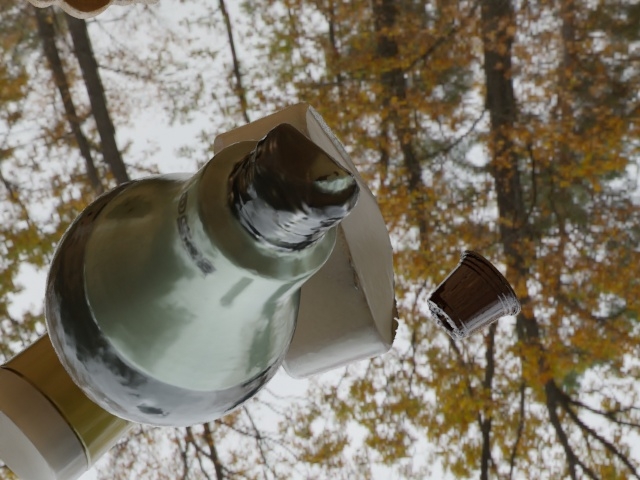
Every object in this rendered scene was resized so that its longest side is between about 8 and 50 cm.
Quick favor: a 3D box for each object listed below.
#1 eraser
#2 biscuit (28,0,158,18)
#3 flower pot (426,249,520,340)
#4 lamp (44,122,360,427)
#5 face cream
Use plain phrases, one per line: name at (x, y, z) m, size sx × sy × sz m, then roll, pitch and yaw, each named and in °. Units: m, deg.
eraser at (0.000, 0.000, 1.141) m, size 0.150 × 0.331 × 0.331 m, roll -20°, pitch -150°, yaw 16°
biscuit at (-0.329, -0.389, 1.181) m, size 0.236 × 0.144 × 0.040 m, roll -20°, pitch 178°, yaw -28°
flower pot at (0.195, 0.081, 1.107) m, size 0.089 × 0.111 × 0.111 m, roll -38°, pitch -140°, yaw -11°
lamp at (-0.086, 0.004, 0.555) m, size 0.182 × 0.314 × 0.182 m, roll 10°, pitch -129°, yaw -13°
face cream at (-0.425, 0.270, 1.341) m, size 0.218 × 0.218 × 0.179 m, roll 18°, pitch -136°, yaw 34°
